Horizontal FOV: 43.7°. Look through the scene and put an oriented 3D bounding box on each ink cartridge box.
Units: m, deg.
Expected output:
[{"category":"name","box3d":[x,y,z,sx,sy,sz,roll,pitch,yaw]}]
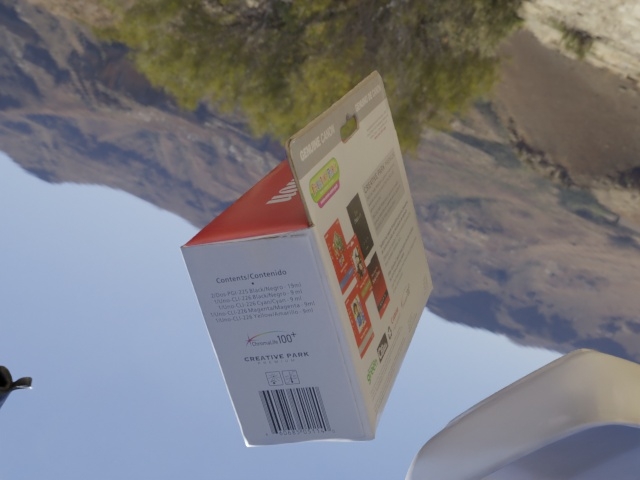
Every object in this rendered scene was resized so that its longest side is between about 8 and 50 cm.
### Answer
[{"category":"ink cartridge box","box3d":[0.000,0.000,0.796,0.130,0.272,0.309,-8,-161,21]}]

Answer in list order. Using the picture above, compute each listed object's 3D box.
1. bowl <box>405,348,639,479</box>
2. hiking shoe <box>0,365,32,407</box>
[{"category":"bowl","box3d":[0.122,0.105,0.371,0.142,0.142,0.053,26,-138,-26]},{"category":"hiking shoe","box3d":[-0.378,0.097,0.716,0.227,0.114,0.086,36,-152,-38]}]
